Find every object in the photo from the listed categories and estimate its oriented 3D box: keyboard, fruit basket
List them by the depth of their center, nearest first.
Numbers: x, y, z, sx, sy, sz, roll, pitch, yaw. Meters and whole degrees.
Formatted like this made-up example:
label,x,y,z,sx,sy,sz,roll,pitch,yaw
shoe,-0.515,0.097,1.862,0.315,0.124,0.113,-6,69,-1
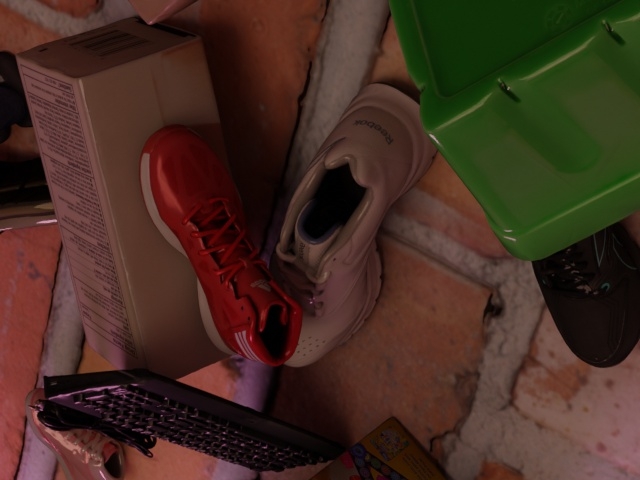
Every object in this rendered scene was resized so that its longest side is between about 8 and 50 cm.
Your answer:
label,x,y,z,sx,sy,sz,roll,pitch,yaw
fruit basket,0.271,-0.137,1.301,0.392,0.392,0.283,-38,54,40
keyboard,-0.139,0.174,1.695,0.201,0.317,0.033,-8,67,35

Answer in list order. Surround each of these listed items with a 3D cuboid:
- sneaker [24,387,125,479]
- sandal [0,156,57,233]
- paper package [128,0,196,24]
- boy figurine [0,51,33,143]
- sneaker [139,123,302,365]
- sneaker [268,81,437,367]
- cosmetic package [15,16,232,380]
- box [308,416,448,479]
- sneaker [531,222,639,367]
label,x,y,z,sx,sy,sz,roll,pitch,yaw
sneaker,-0.251,0.207,1.917,0.070,0.051,0.134,-20,105,36
sandal,-0.324,-0.025,1.806,0.302,0.120,0.086,2,129,32
paper package,-0.095,-0.389,1.430,0.309,0.168,0.325,52,129,0
boy figurine,-0.390,-0.077,1.708,0.177,0.285,0.092,-21,102,42
sneaker,-0.070,0.007,1.544,0.128,0.087,0.221,18,138,59
sneaker,0.000,0.000,1.595,0.111,0.129,0.297,30,128,15
cosmetic package,-0.160,-0.037,1.649,0.153,0.129,0.296,25,131,55
box,-0.029,0.355,1.692,0.177,0.279,0.290,50,130,9
sneaker,0.192,-0.008,1.483,0.101,0.106,0.267,-5,112,33
